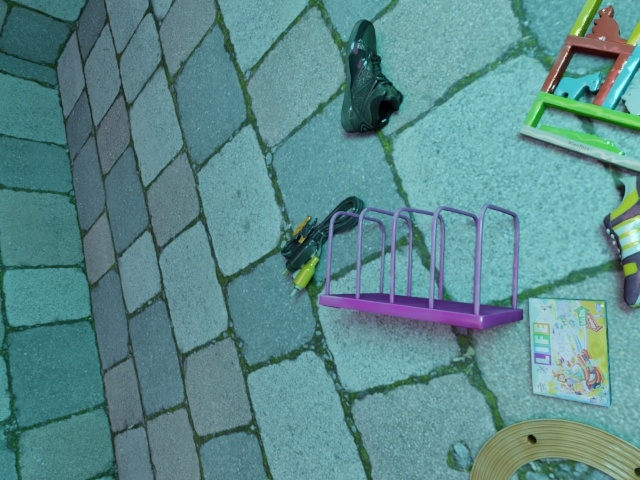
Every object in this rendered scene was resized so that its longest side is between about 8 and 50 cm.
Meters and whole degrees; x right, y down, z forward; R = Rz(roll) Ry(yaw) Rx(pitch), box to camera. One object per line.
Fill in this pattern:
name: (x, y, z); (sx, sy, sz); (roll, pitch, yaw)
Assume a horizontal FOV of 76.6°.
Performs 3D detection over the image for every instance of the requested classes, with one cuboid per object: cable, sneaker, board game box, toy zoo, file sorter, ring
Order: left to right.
cable: (0.000, 0.000, 0.972); (0.287, 0.072, 0.139); (-45, 34, 16)
sneaker: (0.116, -0.343, 0.847); (0.130, 0.087, 0.228); (10, 99, 39)
file sorter: (0.175, 0.036, 0.711); (0.290, 0.202, 0.182); (1, 86, 41)
board game box: (0.388, 0.169, 0.635); (0.103, 0.026, 0.154); (-4, 86, 41)
ring: (0.397, 0.444, 0.618); (0.336, 0.032, 0.337); (-2, 87, 40)
toy zoo: (0.453, -0.266, 0.588); (0.192, 0.030, 0.293); (34, 110, 36)
sneaker: (0.443, 0.000, 0.573); (0.084, 0.069, 0.186); (18, 95, 48)

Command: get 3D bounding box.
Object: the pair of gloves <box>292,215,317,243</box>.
pair of gloves: (-0.039, -0.028, 0.978); (0.074, 0.010, 0.083); (-53, 23, -6)
